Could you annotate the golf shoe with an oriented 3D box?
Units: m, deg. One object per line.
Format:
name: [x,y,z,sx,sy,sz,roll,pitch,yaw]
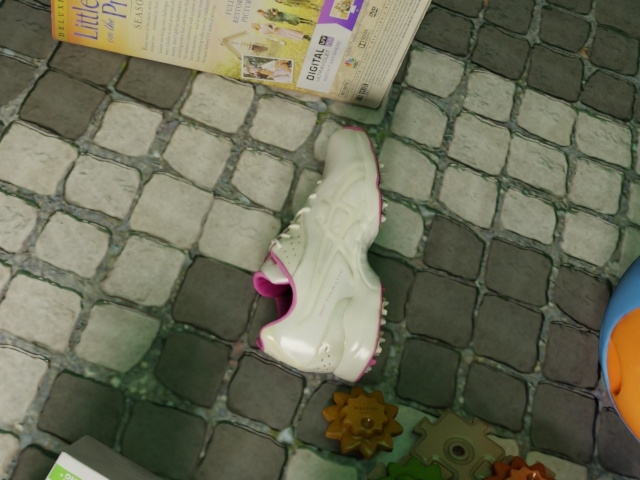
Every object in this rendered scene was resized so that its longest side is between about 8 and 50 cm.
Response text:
golf shoe: [0.000,0.000,0.976,0.140,0.115,0.306,6,61,-8]

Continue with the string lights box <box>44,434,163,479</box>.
string lights box: [-0.209,0.308,0.717,0.133,0.077,0.260,30,88,2]

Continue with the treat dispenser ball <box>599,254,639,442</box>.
treat dispenser ball: [0.443,0.117,0.925,0.288,0.288,0.288,6,62,-12]

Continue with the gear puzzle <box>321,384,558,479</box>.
gear puzzle: [0.147,0.245,0.883,0.339,0.044,0.175,35,49,23]

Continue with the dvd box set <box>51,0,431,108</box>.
dvd box set: [-0.089,-0.301,0.995,0.420,0.308,0.062,10,58,-8]
